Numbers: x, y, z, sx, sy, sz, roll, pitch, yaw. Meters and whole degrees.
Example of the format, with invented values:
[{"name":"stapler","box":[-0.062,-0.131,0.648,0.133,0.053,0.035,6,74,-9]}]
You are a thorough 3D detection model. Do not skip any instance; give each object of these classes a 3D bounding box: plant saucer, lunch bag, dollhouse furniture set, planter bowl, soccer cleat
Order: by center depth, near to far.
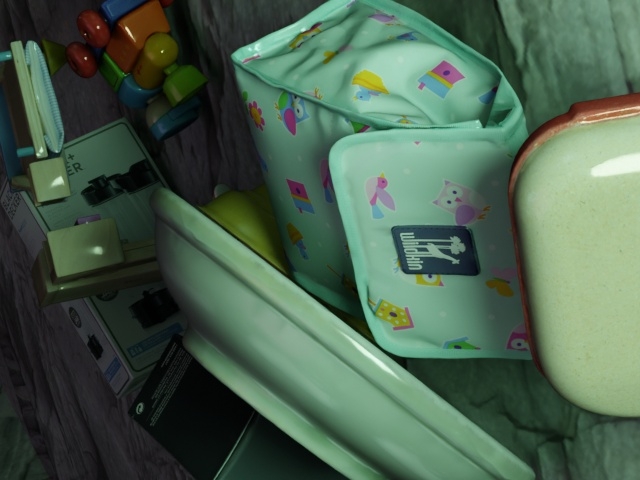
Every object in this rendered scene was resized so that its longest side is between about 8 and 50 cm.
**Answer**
[{"name":"lunch bag","box":[0.071,-0.040,1.291,0.262,0.160,0.223,33,146,46]},{"name":"plant saucer","box":[-0.005,0.111,1.448,0.400,0.100,0.400,37,179,1]},{"name":"planter bowl","box":[0.000,0.000,1.540,0.217,0.090,0.217,37,178,1]},{"name":"dollhouse furniture set","box":[-0.233,-0.107,1.851,0.286,0.198,0.303,146,111,-74]},{"name":"soccer cleat","box":[-0.088,-0.024,1.852,0.036,0.029,0.083,-5,112,58]}]

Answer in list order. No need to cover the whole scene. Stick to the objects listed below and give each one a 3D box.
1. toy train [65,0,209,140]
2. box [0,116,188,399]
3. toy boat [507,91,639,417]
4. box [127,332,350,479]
[{"name":"toy train","box":[-0.168,-0.199,1.756,0.143,0.105,0.248,52,157,3]},{"name":"box","box":[-0.235,0.019,2.020,0.290,0.169,0.087,59,154,10]},{"name":"toy boat","box":[0.199,-0.002,1.110,0.151,0.151,0.231,-92,-8,-59]},{"name":"box","box":[-0.030,0.208,1.682,0.261,0.103,0.184,29,-176,-36]}]
